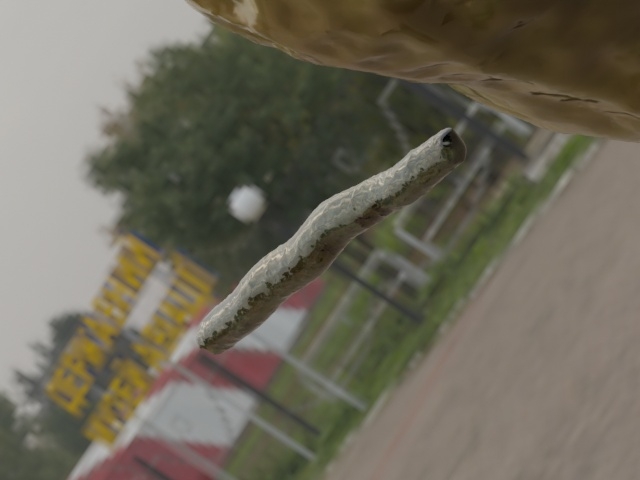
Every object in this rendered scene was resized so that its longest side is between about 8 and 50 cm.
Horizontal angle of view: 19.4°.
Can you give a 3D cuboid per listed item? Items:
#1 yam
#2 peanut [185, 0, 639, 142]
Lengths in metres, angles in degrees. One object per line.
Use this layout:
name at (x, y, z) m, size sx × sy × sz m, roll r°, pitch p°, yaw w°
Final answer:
yam at (0.000, 0.001, 0.865) m, size 0.029 × 0.027 × 0.234 m, roll -30°, pitch -6°, yaw -39°
peanut at (0.072, -0.103, 0.602) m, size 0.159 × 0.291 × 0.143 m, roll -60°, pitch 39°, yaw 40°
